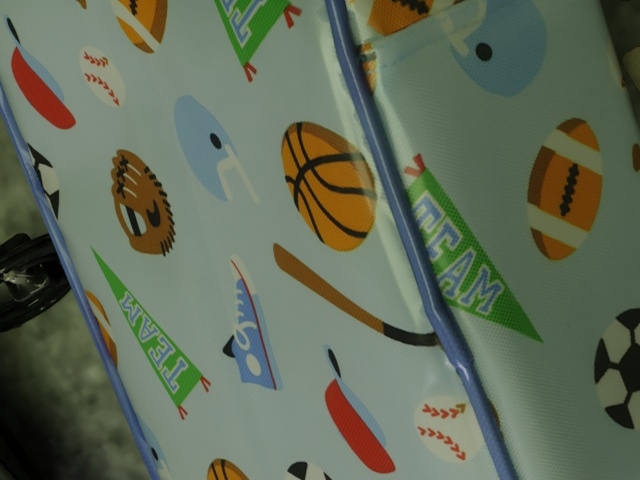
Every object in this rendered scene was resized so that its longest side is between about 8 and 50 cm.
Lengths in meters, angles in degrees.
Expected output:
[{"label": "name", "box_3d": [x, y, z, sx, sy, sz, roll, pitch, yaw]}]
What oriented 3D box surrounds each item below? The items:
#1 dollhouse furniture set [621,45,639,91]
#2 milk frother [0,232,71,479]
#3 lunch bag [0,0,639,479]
[{"label": "dollhouse furniture set", "box_3d": [0.222, -0.082, 0.619, 0.212, 0.161, 0.242, -36, 76, 21]}, {"label": "milk frother", "box_3d": [-0.120, 0.088, 0.735, 0.143, 0.129, 0.135, -38, 95, 27]}, {"label": "lunch bag", "box_3d": [0.000, 0.000, 0.649, 0.243, 0.115, 0.303, -1, 111, 53]}]
